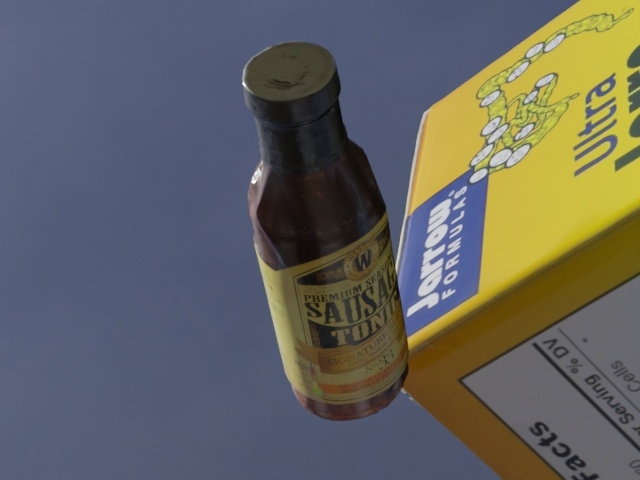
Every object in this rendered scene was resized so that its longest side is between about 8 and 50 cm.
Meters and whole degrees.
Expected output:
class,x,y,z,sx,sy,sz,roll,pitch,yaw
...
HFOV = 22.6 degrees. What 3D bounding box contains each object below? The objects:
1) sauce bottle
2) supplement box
class,x,y,z,sx,sy,sz,roll,pitch,yaw
sauce bottle,0.000,0.000,0.470,0.042,0.128,0.042,-7,-135,7
supplement box,0.224,-0.031,0.608,0.356,0.194,0.195,-34,-157,28
